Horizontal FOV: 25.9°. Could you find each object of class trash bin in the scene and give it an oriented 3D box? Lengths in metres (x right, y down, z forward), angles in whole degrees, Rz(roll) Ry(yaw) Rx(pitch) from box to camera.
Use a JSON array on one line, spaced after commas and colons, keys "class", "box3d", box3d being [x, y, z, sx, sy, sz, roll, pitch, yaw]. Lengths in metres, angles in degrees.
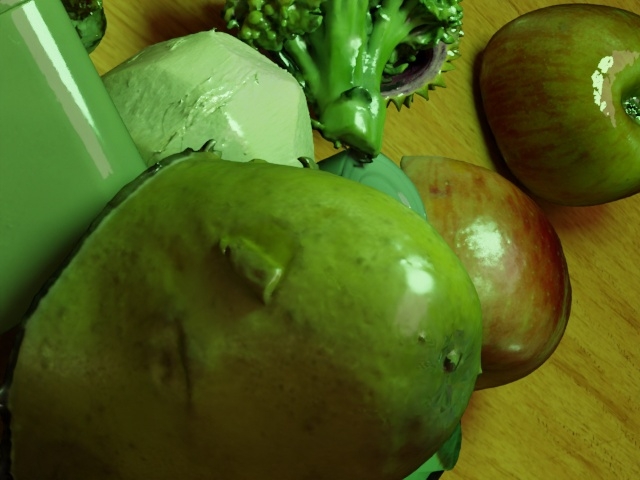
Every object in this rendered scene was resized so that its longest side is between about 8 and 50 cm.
[{"class": "trash bin", "box3d": [-0.269, -0.064, 1.109, 0.243, 0.121, 0.247, -32, 104, -14]}]

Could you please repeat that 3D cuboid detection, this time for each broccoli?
[{"class": "broccoli", "box3d": [0.041, -0.235, 1.362, 0.242, 0.180, 0.273, 13, 43, -36]}]

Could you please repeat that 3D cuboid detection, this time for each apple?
[{"class": "apple", "box3d": [0.380, -0.193, 1.913, 0.301, 0.301, 0.302, 26, 54, -42]}, {"class": "apple", "box3d": [0.195, 0.030, 1.567, 0.293, 0.163, 0.251, 62, 19, -65]}]

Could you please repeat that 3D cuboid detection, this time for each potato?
[{"class": "potato", "box3d": [-0.045, 0.135, 1.057, 0.290, 0.296, 0.397, 14, 97, -53]}]

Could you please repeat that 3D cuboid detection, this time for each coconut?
[{"class": "coconut", "box3d": [-0.113, -0.083, 1.287, 0.230, 0.227, 0.227, -42, 106, -47]}]

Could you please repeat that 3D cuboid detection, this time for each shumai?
[{"class": "shumai", "box3d": [-0.238, -0.230, 1.315, 0.123, 0.087, 0.099, -15, 83, -54]}]

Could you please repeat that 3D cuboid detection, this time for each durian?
[{"class": "durian", "box3d": [0.029, -0.234, 1.601, 0.260, 0.154, 0.186, 17, 25, -6]}]

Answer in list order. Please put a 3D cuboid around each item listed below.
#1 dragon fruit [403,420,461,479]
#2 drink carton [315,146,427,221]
[{"class": "dragon fruit", "box3d": [0.027, 0.180, 1.341, 0.268, 0.130, 0.295, -51, 131, -17]}, {"class": "drink carton", "box3d": [0.000, 0.000, 1.420, 0.191, 0.189, 0.185, 38, 41, -35]}]
